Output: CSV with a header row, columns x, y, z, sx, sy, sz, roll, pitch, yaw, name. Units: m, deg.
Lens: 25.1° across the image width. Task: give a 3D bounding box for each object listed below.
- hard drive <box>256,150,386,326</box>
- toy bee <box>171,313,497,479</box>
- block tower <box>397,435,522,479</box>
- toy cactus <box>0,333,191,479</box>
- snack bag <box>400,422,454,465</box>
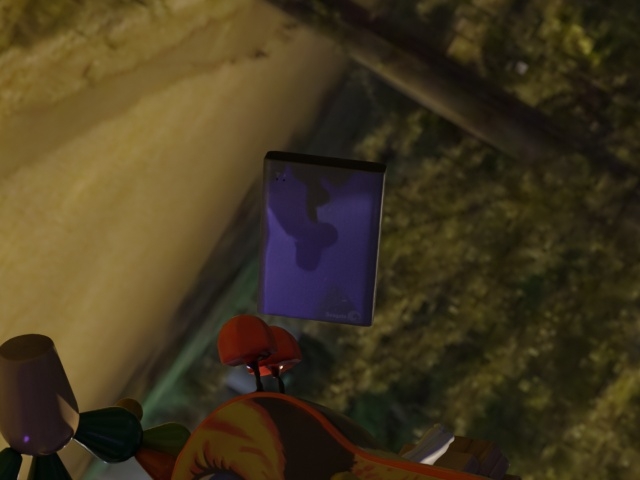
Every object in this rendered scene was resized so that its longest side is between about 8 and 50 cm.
x,y,z,sx,sy,sz,roll,pitch,yaw,name
0.000,0.000,1.126,0.022,0.094,0.135,-70,165,-63,hard drive
0.008,0.105,0.501,0.195,0.298,0.162,101,-11,-78,toy bee
0.192,0.328,1.444,0.097,0.335,0.091,3,-133,48,block tower
-0.175,0.140,0.915,0.219,0.112,0.180,-18,120,-27,toy cactus
-0.046,0.320,1.195,0.342,0.037,0.323,-34,162,-37,snack bag
